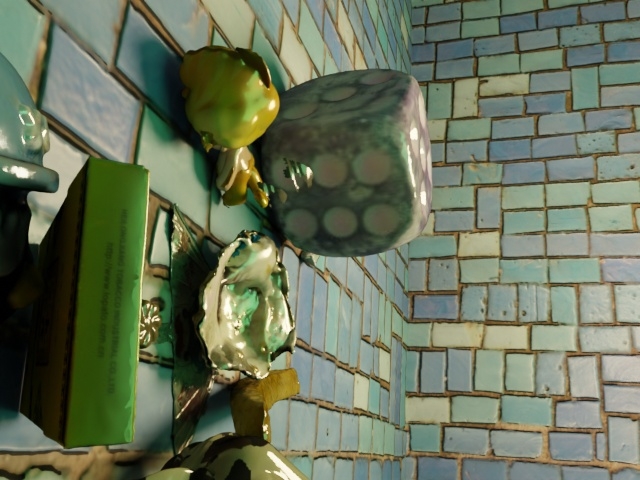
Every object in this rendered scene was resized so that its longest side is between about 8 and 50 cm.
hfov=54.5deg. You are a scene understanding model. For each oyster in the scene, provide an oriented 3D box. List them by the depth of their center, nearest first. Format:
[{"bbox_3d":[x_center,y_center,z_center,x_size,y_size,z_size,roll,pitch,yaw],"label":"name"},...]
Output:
[{"bbox_3d":[-0.112,0.087,0.869,0.223,0.083,0.214,21,60,-61],"label":"oyster"}]

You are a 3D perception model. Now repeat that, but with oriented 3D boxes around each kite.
[{"bbox_3d":[-0.176,0.119,0.802,0.314,0.012,0.335,8,80,-73],"label":"kite"}]

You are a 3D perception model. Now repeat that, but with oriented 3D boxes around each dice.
[{"bbox_3d":[0.057,-0.146,1.148,0.271,0.270,0.270,-68,150,-53],"label":"dice"}]

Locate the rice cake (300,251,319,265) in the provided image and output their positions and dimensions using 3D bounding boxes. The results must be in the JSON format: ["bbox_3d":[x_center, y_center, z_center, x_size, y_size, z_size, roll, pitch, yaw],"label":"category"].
[{"bbox_3d":[-0.001,-0.001,1.349,0.207,0.033,0.033,-58,143,-61],"label":"rice cake"}]

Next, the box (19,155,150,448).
[{"bbox_3d":[-0.178,0.054,0.445,0.041,0.279,0.153,8,76,-28],"label":"box"}]

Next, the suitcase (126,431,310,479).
[{"bbox_3d":[-0.108,0.374,0.602,0.339,0.194,0.351,50,38,-21],"label":"suitcase"}]

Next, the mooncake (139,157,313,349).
[{"bbox_3d":[-0.125,0.005,0.775,0.346,0.057,0.150,-59,152,-25],"label":"mooncake"}]

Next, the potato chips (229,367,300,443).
[{"bbox_3d":[-0.085,0.228,0.903,0.407,0.080,0.057,64,26,-84],"label":"potato chips"}]

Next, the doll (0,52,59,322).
[{"bbox_3d":[-0.241,-0.002,0.385,0.177,0.141,0.314,-166,-100,-76],"label":"doll"}]

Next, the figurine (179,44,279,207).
[{"bbox_3d":[-0.121,-0.156,0.854,0.246,0.131,0.156,89,8,-49],"label":"figurine"}]
